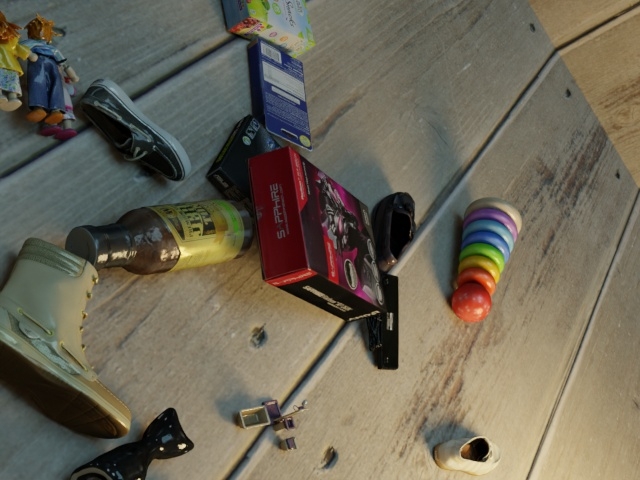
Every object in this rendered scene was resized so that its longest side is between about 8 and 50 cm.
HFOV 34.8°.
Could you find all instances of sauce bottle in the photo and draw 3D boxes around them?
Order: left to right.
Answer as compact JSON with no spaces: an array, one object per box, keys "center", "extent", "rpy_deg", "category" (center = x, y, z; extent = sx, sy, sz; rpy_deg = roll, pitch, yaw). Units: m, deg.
[{"center":[-0.247,-0.002,1.612],"extent":[0.344,0.111,0.111],"rpy_deg":[-12,78,-55],"category":"sauce bottle"}]

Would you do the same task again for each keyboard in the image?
[{"center":[0.119,0.161,2.031],"extent":[0.100,0.038,0.192],"rpy_deg":[14,73,-55],"category":"keyboard"}]

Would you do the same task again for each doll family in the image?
[{"center":[-0.441,-0.261,1.522],"extent":[0.263,0.118,0.163],"rpy_deg":[10,63,-51],"category":"doll family"}]

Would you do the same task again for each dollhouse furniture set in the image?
[{"center":[-0.070,0.300,1.669],"extent":[0.114,0.081,0.091],"rpy_deg":[1,68,-52],"category":"dollhouse furniture set"}]

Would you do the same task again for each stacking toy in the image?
[{"center":[0.377,0.057,2.372],"extent":[0.141,0.141,0.330],"rpy_deg":[44,45,-25],"category":"stacking toy"}]

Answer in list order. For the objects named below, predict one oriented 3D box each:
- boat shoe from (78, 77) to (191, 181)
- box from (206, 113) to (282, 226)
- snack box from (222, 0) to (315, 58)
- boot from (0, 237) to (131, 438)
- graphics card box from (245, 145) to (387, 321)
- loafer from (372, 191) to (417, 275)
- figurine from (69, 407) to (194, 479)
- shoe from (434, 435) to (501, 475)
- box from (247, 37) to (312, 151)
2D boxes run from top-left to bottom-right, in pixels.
[{"center":[-0.307,-0.165,1.677],"extent":[0.219,0.078,0.070],"rpy_deg":[44,45,-21],"category":"boat shoe"},{"center":[-0.110,-0.116,1.919],"extent":[0.190,0.045,0.184],"rpy_deg":[48,35,-21],"category":"box"},{"center":[-0.115,-0.496,2.137],"extent":[0.207,0.070,0.174],"rpy_deg":[12,59,-50],"category":"snack box"},{"center":[-0.344,0.136,1.418],"extent":[0.262,0.095,0.203],"rpy_deg":[41,39,-22],"category":"boot"},{"center":[0.000,0.000,1.858],"extent":[0.371,0.094,0.232],"rpy_deg":[35,42,-61],"category":"graphics card box"},{"center":[0.160,-0.015,2.156],"extent":[0.109,0.095,0.302],"rpy_deg":[51,37,-15],"category":"loafer"},{"center":[-0.220,0.364,1.439],"extent":[0.214,0.092,0.209],"rpy_deg":[62,31,-3],"category":"figurine"},{"center":[0.318,0.441,2.095],"extent":[0.219,0.058,0.076],"rpy_deg":[11,60,-49],"category":"shoe"},{"center":[-0.082,-0.289,2.074],"extent":[0.136,0.036,0.225],"rpy_deg":[22,51,-43],"category":"box"}]
